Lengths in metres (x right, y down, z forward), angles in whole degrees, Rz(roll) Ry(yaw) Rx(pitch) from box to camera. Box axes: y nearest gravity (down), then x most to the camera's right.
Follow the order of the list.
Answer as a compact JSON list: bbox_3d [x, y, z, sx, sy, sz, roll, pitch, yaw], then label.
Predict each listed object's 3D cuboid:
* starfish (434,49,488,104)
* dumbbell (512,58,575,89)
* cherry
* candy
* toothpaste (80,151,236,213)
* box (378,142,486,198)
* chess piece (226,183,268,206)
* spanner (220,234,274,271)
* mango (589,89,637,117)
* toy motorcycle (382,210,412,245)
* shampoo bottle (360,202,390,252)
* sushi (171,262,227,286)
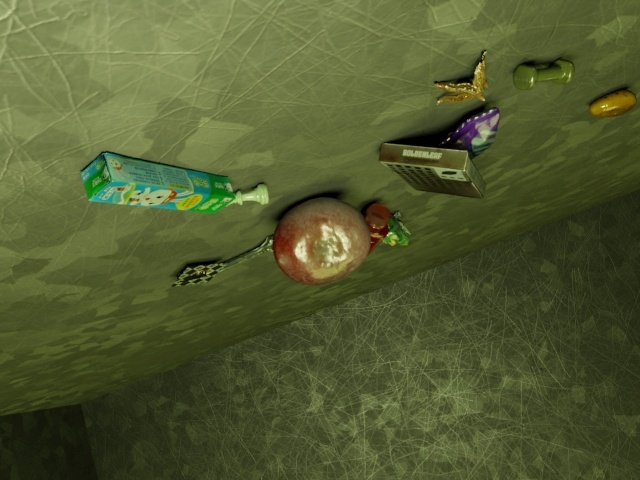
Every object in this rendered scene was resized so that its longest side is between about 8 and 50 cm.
[{"bbox_3d":[0.264,-0.275,0.899,0.133,0.041,0.130,-17,164,-15],"label":"starfish"},{"bbox_3d":[0.418,-0.310,0.960,0.117,0.052,0.046,-15,120,-23],"label":"dumbbell"},{"bbox_3d":[-0.002,-0.006,1.233,0.239,0.206,0.239,-21,-159,9],"label":"cherry"},{"bbox_3d":[0.329,-0.216,1.151,0.145,0.070,0.275,-30,168,11],"label":"candy"},{"bbox_3d":[-0.254,-0.088,0.847,0.065,0.050,0.266,-31,163,27],"label":"toothpaste"},{"bbox_3d":[0.266,-0.151,1.166,0.180,0.047,0.325,11,180,25],"label":"box"},{"bbox_3d":[-0.152,-0.087,1.022,0.093,0.042,0.042,-9,163,-17],"label":"chess piece"},{"bbox_3d":[-0.223,0.051,1.446,0.325,0.026,0.093,-24,164,16],"label":"spanner"},{"bbox_3d":[0.727,-0.339,1.278,0.114,0.057,0.079,-12,169,-1],"label":"mango"},{"bbox_3d":[0.226,-0.032,1.593,0.074,0.106,0.190,-27,163,26],"label":"toy motorcycle"},{"bbox_3d":[0.123,-0.016,1.530,0.118,0.076,0.314,26,156,-4],"label":"shampoo bottle"},{"bbox_3d":[-0.337,0.083,1.409,0.120,0.026,0.126,-3,153,-42],"label":"sushi"}]
